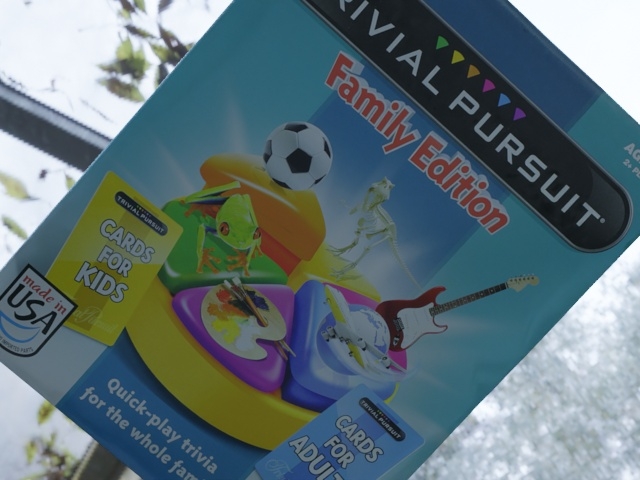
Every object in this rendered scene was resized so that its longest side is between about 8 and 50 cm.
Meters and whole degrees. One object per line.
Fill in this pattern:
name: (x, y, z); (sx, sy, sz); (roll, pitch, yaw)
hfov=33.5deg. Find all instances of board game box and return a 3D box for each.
board game box: (0.000, 0.000, 0.617); (0.254, 0.079, 0.336); (41, -82, -7)
